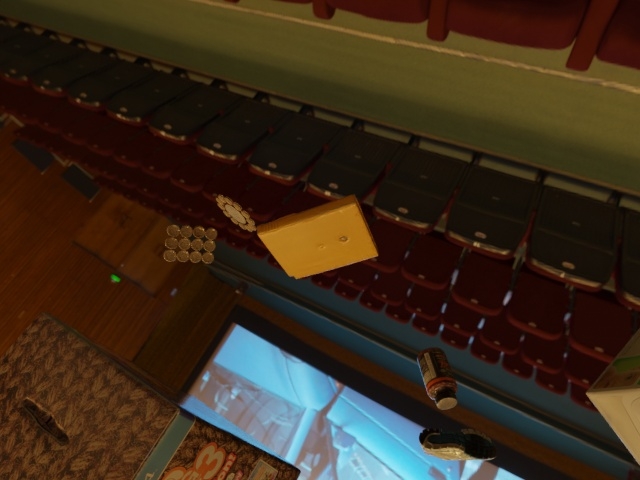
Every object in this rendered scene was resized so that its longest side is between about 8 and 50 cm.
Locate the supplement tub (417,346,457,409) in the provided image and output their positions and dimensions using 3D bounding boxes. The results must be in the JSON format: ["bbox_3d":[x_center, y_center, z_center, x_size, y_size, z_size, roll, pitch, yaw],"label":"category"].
[{"bbox_3d":[0.409,0.478,1.459,0.105,0.198,0.106,-3,127,-4],"label":"supplement tub"}]

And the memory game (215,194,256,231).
[{"bbox_3d":[-0.309,-0.099,1.540,0.186,0.012,0.186,33,157,15],"label":"memory game"}]

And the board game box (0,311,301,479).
[{"bbox_3d":[-0.193,0.240,0.467,0.231,0.141,0.291,17,152,31],"label":"board game box"}]

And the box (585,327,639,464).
[{"bbox_3d":[0.433,0.104,0.375,0.127,0.261,0.231,55,154,12],"label":"box"}]

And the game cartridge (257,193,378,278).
[{"bbox_3d":[0.000,0.000,1.366,0.323,0.053,0.285,-16,139,12],"label":"game cartridge"}]

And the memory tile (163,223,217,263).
[{"bbox_3d":[-0.386,0.010,1.254,0.147,0.113,0.012,5,-174,-27],"label":"memory tile"}]

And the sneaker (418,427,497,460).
[{"bbox_3d":[0.352,0.535,1.087,0.190,0.071,0.083,2,130,17],"label":"sneaker"}]
